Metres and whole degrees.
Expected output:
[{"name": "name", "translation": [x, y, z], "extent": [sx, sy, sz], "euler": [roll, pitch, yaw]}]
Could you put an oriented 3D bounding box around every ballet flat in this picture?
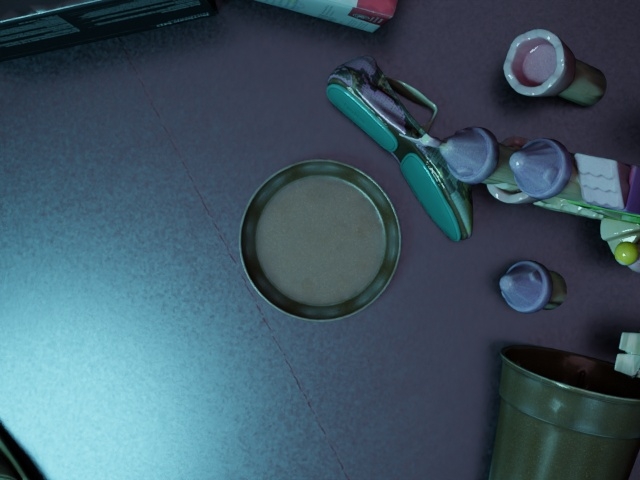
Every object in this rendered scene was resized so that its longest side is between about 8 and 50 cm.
[{"name": "ballet flat", "translation": [0.100, -0.104, 1.339], "extent": [0.079, 0.077, 0.221], "euler": [-40, 88, -17]}]

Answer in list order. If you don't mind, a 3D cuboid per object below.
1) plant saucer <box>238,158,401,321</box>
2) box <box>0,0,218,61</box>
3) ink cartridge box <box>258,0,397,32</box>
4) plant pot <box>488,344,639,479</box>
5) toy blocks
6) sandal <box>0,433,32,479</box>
[{"name": "plant saucer", "translation": [0.000, 0.000, 1.359], "extent": [0.168, 0.029, 0.168], "euler": [0, 90, 4]}, {"name": "box", "translation": [-0.249, -0.258, 1.295], "extent": [0.261, 0.184, 0.103], "euler": [-12, 87, 3]}, {"name": "ink cartridge box", "translation": [-0.007, -0.295, 1.298], "extent": [0.176, 0.128, 0.127], "euler": [13, 92, -7]}, {"name": "plant pot", "translation": [0.239, 0.206, 1.290], "extent": [0.167, 0.167, 0.165], "euler": [13, 99, 3]}, {"name": "toy blocks", "translation": [0.253, -0.033, 1.182], "extent": [0.289, 0.260, 0.309], "euler": [15, 93, 39]}, {"name": "sandal", "translation": [-0.365, 0.255, 1.345], "extent": [0.303, 0.086, 0.120], "euler": [43, 91, 6]}]
